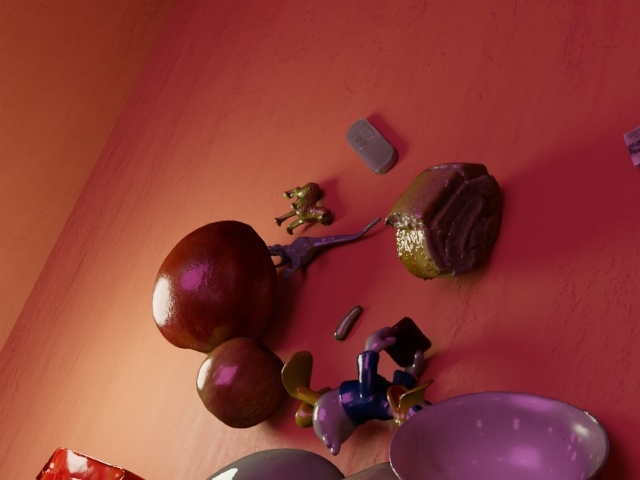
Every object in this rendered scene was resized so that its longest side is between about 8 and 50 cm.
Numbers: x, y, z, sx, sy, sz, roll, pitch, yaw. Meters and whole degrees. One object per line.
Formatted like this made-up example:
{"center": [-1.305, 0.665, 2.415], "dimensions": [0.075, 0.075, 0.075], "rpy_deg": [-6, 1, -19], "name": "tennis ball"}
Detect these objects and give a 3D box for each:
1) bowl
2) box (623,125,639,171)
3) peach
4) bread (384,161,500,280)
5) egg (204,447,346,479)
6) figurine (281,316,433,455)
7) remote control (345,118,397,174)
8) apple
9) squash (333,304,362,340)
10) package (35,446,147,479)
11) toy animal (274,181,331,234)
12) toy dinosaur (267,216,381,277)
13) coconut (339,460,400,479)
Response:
{"center": [0.263, 0.357, 1.260], "dimensions": [0.313, 0.146, 0.313], "rpy_deg": [-7, 16, 2], "name": "bowl"}
{"center": [0.569, -0.166, 1.508], "dimensions": [0.054, 0.024, 0.083], "rpy_deg": [-30, 39, 29], "name": "box"}
{"center": [-0.238, 0.109, 2.005], "dimensions": [0.308, 0.308, 0.332], "rpy_deg": [-5, 59, 49], "name": "peach"}
{"center": [0.247, -0.051, 1.654], "dimensions": [0.124, 0.186, 0.257], "rpy_deg": [-4, 49, 54], "name": "bread"}
{"center": [-0.110, 0.500, 1.532], "dimensions": [0.371, 0.230, 0.230], "rpy_deg": [-25, 42, 24], "name": "egg"}
{"center": [0.124, 0.285, 1.559], "dimensions": [0.338, 0.204, 0.283], "rpy_deg": [29, 76, 44], "name": "figurine"}
{"center": [0.124, -0.234, 2.118], "dimensions": [0.077, 0.022, 0.245], "rpy_deg": [-48, 33, 11], "name": "remote control"}
{"center": [-0.165, 0.300, 1.833], "dimensions": [0.174, 0.188, 0.188], "rpy_deg": [-48, 33, 0], "name": "apple"}
{"center": [0.057, 0.173, 1.824], "dimensions": [0.089, 0.027, 0.027], "rpy_deg": [-56, 33, -7], "name": "squash"}
{"center": [-0.472, 0.580, 1.945], "dimensions": [0.424, 0.196, 0.123], "rpy_deg": [-2, 57, 49], "name": "package"}
{"center": [-0.031, -0.094, 2.150], "dimensions": [0.136, 0.073, 0.181], "rpy_deg": [-24, 30, 25], "name": "toy animal"}
{"center": [-0.023, 0.028, 2.002], "dimensions": [0.383, 0.076, 0.129], "rpy_deg": [-6, 33, 42], "name": "toy dinosaur"}
{"center": [0.092, 0.470, 1.318], "dimensions": [0.237, 0.237, 0.265], "rpy_deg": [-15, 54, 44], "name": "coconut"}
